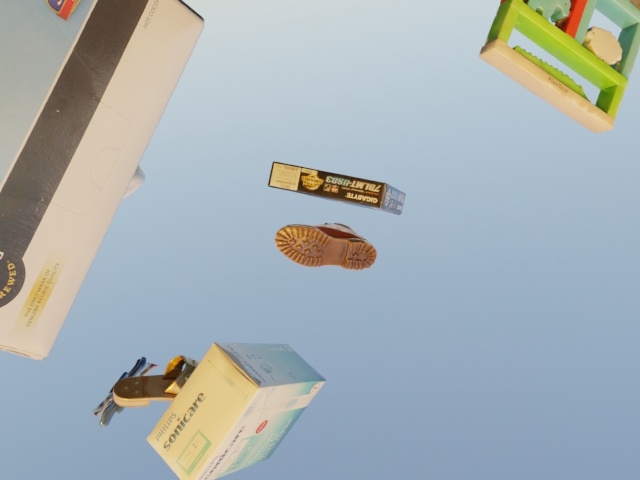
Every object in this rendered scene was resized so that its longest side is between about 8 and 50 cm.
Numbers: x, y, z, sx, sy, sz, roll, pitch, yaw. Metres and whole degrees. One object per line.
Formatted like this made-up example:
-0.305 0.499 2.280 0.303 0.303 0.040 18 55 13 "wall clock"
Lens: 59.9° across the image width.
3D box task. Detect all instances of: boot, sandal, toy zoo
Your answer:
0.000 0.000 0.844 0.158 0.059 0.084 12 -157 -23 "boot"
-0.281 0.265 1.093 0.240 0.079 0.088 -4 -145 -25 "sandal"
0.318 -0.302 0.665 0.293 0.192 0.030 -68 -161 -9 "toy zoo"

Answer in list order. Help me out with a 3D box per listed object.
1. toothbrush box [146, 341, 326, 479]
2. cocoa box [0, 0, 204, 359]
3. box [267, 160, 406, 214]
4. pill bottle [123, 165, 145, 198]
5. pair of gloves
-0.145 0.315 1.054 0.126 0.295 0.216 37 -86 25 "toothbrush box"
-0.313 -0.111 0.498 0.231 0.228 0.347 13 -103 45 "cocoa box"
0.054 -0.133 1.445 0.293 0.073 0.295 15 -175 17 "box"
-0.475 -0.191 1.053 0.162 0.278 0.162 -32 -172 5 "pill bottle"
-0.418 0.319 1.184 0.159 0.023 0.198 -50 -164 -24 "pair of gloves"
